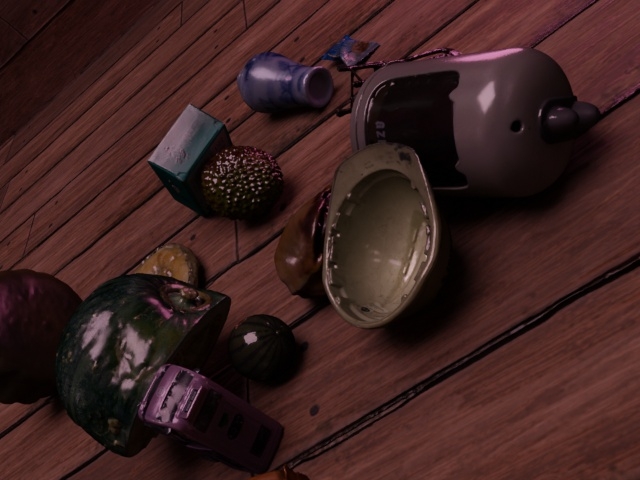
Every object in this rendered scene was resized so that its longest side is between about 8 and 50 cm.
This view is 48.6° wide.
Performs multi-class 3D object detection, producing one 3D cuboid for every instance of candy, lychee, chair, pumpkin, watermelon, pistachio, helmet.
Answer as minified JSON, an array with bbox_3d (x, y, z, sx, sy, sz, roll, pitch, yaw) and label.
[{"bbox_3d":[0.063,-0.422,1.585,0.088,0.038,0.136,-41,40,-13],"label":"candy"},{"bbox_3d":[-0.150,-0.113,1.417,0.171,0.171,0.171,-29,39,26],"label":"lychee"},{"bbox_3d":[0.151,-0.281,1.318,0.229,0.113,0.106,-10,35,-11],"label":"chair"},{"bbox_3d":[-0.304,0.178,1.146,0.263,0.197,0.293,-68,-10,21],"label":"pumpkin"},{"bbox_3d":[-0.086,0.161,1.103,0.133,0.105,0.105,-42,29,46],"label":"watermelon"},{"bbox_3d":[0.000,0.000,1.167,0.165,0.131,0.210,109,178,-58],"label":"pistachio"},{"bbox_3d":[0.115,0.002,1.006,0.204,0.137,0.257,-3,78,44],"label":"helmet"}]

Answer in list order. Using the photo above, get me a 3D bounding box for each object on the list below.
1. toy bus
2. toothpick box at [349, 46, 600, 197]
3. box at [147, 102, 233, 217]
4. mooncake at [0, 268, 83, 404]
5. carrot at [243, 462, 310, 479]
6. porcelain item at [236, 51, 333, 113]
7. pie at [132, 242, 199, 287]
[{"bbox_3d":[-0.153,0.257,1.008,0.108,0.199,0.096,0,57,44],"label":"toy bus"},{"bbox_3d":[0.226,-0.164,1.013,0.316,0.229,0.229,5,60,48],"label":"toothpick box"},{"bbox_3d":[-0.262,-0.162,1.511,0.153,0.092,0.245,-57,-9,-13],"label":"box"},{"bbox_3d":[-0.642,0.209,1.518,0.161,0.290,0.290,-37,35,25],"label":"mooncake"},{"bbox_3d":[-0.118,0.376,0.877,0.254,0.196,0.196,-32,37,12],"label":"carrot"},{"bbox_3d":[-0.088,-0.353,1.605,0.259,0.141,0.141,19,71,44],"label":"porcelain item"},{"bbox_3d":[-0.347,0.118,1.484,0.274,0.055,0.274,-29,38,26],"label":"pie"}]
